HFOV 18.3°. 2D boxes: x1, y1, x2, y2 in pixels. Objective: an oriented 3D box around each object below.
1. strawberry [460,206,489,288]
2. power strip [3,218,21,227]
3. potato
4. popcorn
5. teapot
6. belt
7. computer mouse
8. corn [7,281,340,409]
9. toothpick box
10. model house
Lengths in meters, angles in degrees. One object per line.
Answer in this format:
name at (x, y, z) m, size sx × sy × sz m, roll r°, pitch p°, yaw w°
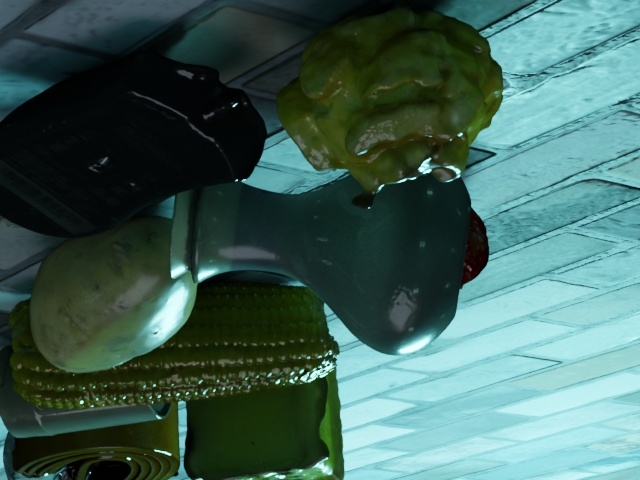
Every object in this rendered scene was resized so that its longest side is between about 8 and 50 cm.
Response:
strawberry at (0.103, 0.001, 1.839) m, size 0.106 × 0.106 × 0.106 m, roll -2°, pitch 163°, yaw -1°
power strip at (-0.236, -0.050, 1.722) m, size 0.081 × 0.035 × 0.192 m, roll 0°, pitch 162°, yaw -8°
potato at (-0.201, 0.045, 1.905) m, size 0.161 × 0.128 × 0.235 m, roll -15°, pitch 161°, yaw -15°
popcorn at (0.051, -0.103, 1.440) m, size 0.167 × 0.152 × 0.148 m, roll -2°, pitch -170°, yaw -6°
teapot at (0.000, 0.000, 1.715) m, size 0.251 × 0.183 × 0.183 m, roll 7°, pitch 163°, yaw 3°
belt at (-0.291, 0.253, 2.536) m, size 0.217 × 0.122 × 0.339 m, roll 1°, pitch 162°, yaw -15°
computer mouse at (-0.157, -0.086, 1.533) m, size 0.264 × 0.088 × 0.147 m, roll -15°, pitch 142°, yaw 35°
corn at (-0.154, 0.106, 2.085) m, size 0.344 × 0.131 × 0.131 m, roll -5°, pitch 163°, yaw -3°
toothpick box at (-0.270, 0.162, 2.267) m, size 0.180 × 0.111 × 0.111 m, roll -8°, pitch 162°, yaw 14°
model house at (-0.045, 0.193, 2.267) m, size 0.174 × 0.193 × 0.234 m, roll -10°, pitch 161°, yaw 15°
